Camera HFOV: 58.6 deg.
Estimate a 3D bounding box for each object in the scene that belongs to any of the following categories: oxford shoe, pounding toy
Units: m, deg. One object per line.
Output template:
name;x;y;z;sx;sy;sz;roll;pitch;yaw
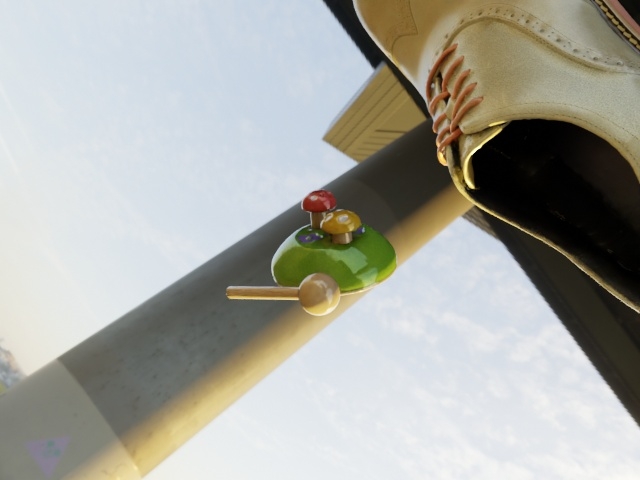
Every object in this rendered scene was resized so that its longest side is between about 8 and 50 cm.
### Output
oxford shoe;0.131;-0.114;0.405;0.397;0.146;0.140;47;-30;33
pounding toy;0.000;0.000;0.794;0.183;0.237;0.110;9;-64;33
